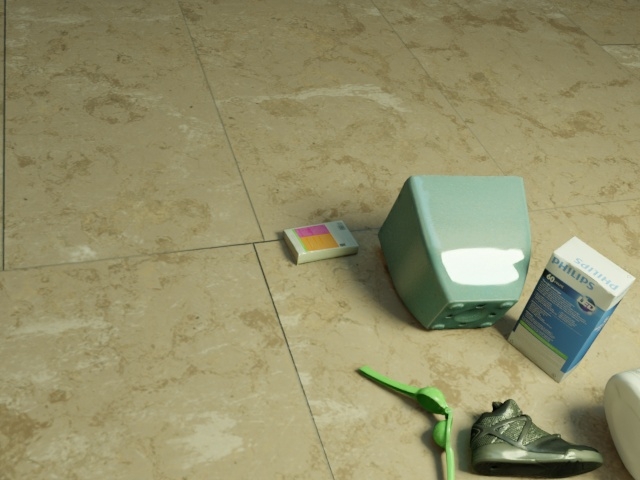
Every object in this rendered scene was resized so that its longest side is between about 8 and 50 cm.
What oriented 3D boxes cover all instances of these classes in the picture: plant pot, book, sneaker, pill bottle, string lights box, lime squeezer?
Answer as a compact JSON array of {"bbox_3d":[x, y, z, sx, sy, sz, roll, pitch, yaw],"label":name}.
[{"bbox_3d":[0.280,0.039,1.396,0.247,0.247,0.252,-1,61,-13],"label":"plant pot"},{"bbox_3d":[0.000,0.000,1.524,0.144,0.035,0.096,-9,43,-21],"label":"book"},{"bbox_3d":[0.370,0.340,1.199,0.227,0.087,0.130,4,49,0],"label":"sneaker"},{"bbox_3d":[0.699,0.287,1.179,0.361,0.204,0.204,-13,46,-3],"label":"pill bottle"},{"bbox_3d":[0.465,0.135,1.308,0.076,0.260,0.133,-27,56,-34],"label":"string lights box"},{"bbox_3d":[0.187,0.320,1.205,0.110,0.059,0.310,-12,48,-23],"label":"lime squeezer"}]
